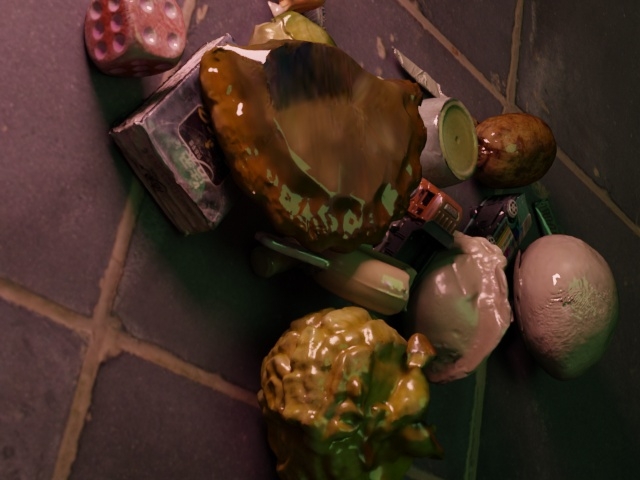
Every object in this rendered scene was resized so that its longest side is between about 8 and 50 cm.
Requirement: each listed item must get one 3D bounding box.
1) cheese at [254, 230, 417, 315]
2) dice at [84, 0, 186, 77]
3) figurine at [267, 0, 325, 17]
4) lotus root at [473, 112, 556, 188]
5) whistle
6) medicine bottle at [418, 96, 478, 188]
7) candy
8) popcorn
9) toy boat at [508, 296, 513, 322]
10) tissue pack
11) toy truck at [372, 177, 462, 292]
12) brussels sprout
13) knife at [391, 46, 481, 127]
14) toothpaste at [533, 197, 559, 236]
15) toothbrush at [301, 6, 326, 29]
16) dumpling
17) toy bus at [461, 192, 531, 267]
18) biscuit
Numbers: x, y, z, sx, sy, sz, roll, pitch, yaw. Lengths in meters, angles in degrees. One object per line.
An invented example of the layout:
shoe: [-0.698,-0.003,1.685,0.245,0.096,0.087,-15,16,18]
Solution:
cheese: [0.023,0.033,1.314,0.249,0.163,0.070,23,96,-9]
dice: [-0.227,-0.253,1.171,0.091,0.094,0.093,-2,82,-53]
figurine: [-0.047,-0.427,1.422,0.111,0.102,0.195,-38,110,-83]
lotus root: [0.370,-0.170,1.822,0.260,0.128,0.145,-6,112,-47]
whistle: [0.000,0.000,1.398,0.258,0.067,0.126,-20,98,-47]
medicine bottle: [0.166,-0.154,1.569,0.147,0.143,0.147,12,75,-52]
candy: [0.461,0.123,1.781,0.295,0.185,0.295,-10,90,-70]
popcorn: [0.037,0.218,1.258,0.258,0.224,0.270,37,82,-22]
toy boat: [0.321,0.138,1.742,0.140,0.066,0.059,-16,97,-49]
tissue pack: [-0.147,-0.142,1.253,0.173,0.073,0.235,57,44,-22]
toy truck: [0.139,0.001,1.499,0.083,0.092,0.192,35,90,-38]
brussels sprout: [-0.040,-0.243,1.370,0.155,0.117,0.155,8,67,-20]
knife: [0.214,-0.273,1.752,0.298,0.017,0.047,28,54,-43]
toothpaste: [0.487,0.015,1.994,0.056,0.036,0.205,-19,92,-48]
toothbrush: [-0.044,-0.524,1.498,0.042,0.035,0.413,-12,91,-71]
dumpling: [0.220,0.107,1.530,0.147,0.193,0.258,26,73,-50]
toy bus: [0.304,0.004,1.741,0.261,0.091,0.109,-49,125,-42]
biscuit: [0.015,-0.156,1.266,0.335,0.078,0.329,-40,99,-35]
